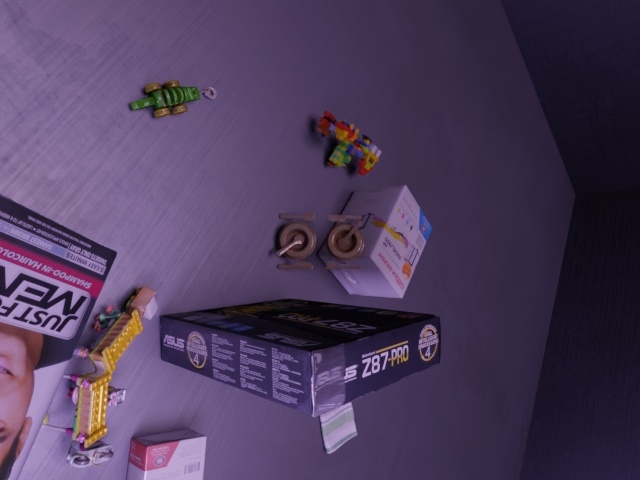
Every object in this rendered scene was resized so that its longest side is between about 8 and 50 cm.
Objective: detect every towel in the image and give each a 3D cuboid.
[{"bbox_3d":[0.044,0.437,1.163,0.113,0.023,0.151,-14,98,-47],"label":"towel"}]

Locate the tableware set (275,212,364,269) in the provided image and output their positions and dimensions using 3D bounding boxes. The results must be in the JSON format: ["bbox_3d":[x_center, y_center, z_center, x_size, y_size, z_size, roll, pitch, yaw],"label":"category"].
[{"bbox_3d":[0.000,0.000,1.032,0.039,0.195,0.128,61,30,-85],"label":"tableware set"}]

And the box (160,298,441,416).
[{"bbox_3d":[-0.042,0.175,0.817,0.319,0.395,0.097,-4,93,-46],"label":"box"}]

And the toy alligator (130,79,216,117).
[{"bbox_3d":[-0.256,-0.268,0.859,0.190,0.051,0.056,-29,109,-43],"label":"toy alligator"}]

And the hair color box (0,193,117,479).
[{"bbox_3d":[-0.432,0.146,0.582,0.185,0.114,0.374,43,58,-53],"label":"hair color box"}]

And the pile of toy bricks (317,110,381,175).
[{"bbox_3d":[0.057,-0.229,1.169,0.105,0.118,0.212,-59,151,5],"label":"pile of toy bricks"}]

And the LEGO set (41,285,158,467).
[{"bbox_3d":[-0.358,0.195,0.724,0.132,0.107,0.286,71,27,-69],"label":"LEGO set"}]

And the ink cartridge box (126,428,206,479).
[{"bbox_3d":[-0.269,0.440,0.801,0.115,0.067,0.197,12,78,-45],"label":"ink cartridge box"}]

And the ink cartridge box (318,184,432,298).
[{"bbox_3d":[0.144,0.004,1.182,0.171,0.168,0.232,50,55,-34],"label":"ink cartridge box"}]
